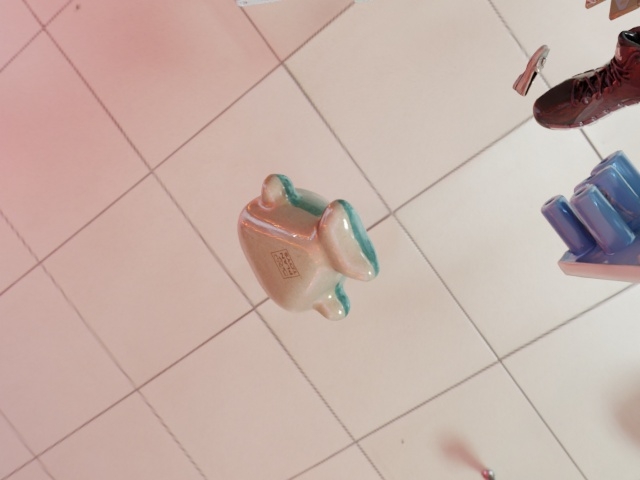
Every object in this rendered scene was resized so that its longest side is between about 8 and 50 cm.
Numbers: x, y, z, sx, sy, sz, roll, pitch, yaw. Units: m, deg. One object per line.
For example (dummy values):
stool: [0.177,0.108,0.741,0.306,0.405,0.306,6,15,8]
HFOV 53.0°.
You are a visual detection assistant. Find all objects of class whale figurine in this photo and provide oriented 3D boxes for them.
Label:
whale figurine: [0.000,0.000,0.856,0.272,0.141,0.216,-15,104,61]

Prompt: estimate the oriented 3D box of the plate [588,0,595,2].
plate: [0.441,-0.590,1.130,0.045,0.277,0.278,-6,126,26]

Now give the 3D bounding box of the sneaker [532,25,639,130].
sneaker: [0.473,-0.280,1.057,0.281,0.162,0.106,-13,63,32]

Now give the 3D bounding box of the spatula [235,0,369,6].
spatula: [0.007,-0.339,0.797,0.242,0.168,0.019,-11,82,-3]

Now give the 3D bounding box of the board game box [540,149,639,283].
board game box: [0.300,-0.113,0.240,0.390,0.390,0.050,-36,88,1]

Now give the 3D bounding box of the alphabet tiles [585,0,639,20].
alphabet tiles: [0.629,-0.575,1.180,0.011,0.285,0.342,27,68,-28]

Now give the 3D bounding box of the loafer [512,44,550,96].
loafer: [0.494,-0.389,1.480,0.039,0.045,0.125,56,138,26]
